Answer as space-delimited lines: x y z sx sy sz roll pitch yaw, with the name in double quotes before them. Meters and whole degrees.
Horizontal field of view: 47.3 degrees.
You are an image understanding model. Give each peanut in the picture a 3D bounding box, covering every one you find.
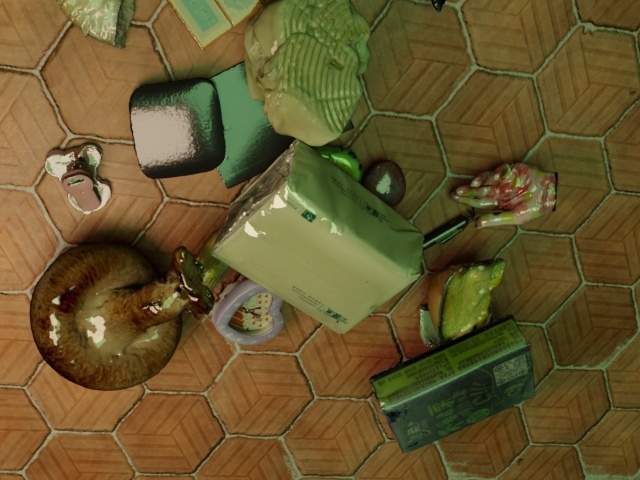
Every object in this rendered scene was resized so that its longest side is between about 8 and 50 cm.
"peanut" -0.259 0.059 1.693 0.087 0.087 0.206 36 100 -21

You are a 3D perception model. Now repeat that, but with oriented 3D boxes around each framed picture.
"framed picture" -0.116 -0.286 1.619 0.324 0.013 0.244 -26 113 1

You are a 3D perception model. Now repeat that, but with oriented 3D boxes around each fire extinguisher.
"fire extinguisher" 0.312 -0.019 1.789 0.173 0.035 0.049 -31 110 7

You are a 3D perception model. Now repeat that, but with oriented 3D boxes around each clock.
"clock" -0.173 0.164 1.716 0.172 0.064 0.198 -14 133 -17

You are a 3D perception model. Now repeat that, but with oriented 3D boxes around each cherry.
"cherry" 0.136 -0.088 1.705 0.107 0.090 0.225 -3 122 -28

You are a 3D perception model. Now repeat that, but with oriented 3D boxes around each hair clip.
"hair clip" -0.523 -0.135 1.600 0.123 0.102 0.138 -18 146 0

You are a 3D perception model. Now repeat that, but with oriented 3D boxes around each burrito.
"burrito" 0.283 0.222 1.874 0.074 0.044 0.118 -2 110 -13

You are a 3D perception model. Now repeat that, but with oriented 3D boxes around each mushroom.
"mushroom" -0.427 0.179 1.586 0.334 0.356 0.331 -40 135 -29

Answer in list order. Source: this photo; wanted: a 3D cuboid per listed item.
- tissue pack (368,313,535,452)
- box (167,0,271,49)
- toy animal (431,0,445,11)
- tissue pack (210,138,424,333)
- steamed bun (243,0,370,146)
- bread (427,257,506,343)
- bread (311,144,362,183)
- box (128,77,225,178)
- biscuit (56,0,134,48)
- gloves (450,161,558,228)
"tissue pack" 0.342 0.374 1.855 0.394 0.124 0.288 -25 138 -1
"box" -0.180 -0.537 1.472 0.274 0.076 0.174 -34 112 5
"toy animal" 0.234 -0.592 1.500 0.179 0.116 0.218 -32 107 5
"tissue pack" 0.000 0.000 1.608 0.380 0.207 0.297 33 130 -19
"steamed bun" -0.035 -0.355 1.493 0.276 0.203 0.289 -41 114 -22
"bread" 0.345 0.118 1.796 0.174 0.133 0.251 -11 130 -14
"bread" 0.025 -0.160 1.660 0.139 0.071 0.130 -10 114 2
"box" -0.308 -0.240 1.579 0.201 0.042 0.212 -7 115 0
"biscuit" -0.442 -0.525 1.427 0.179 0.084 0.281 6 111 -13
"gloves" 0.434 -0.112 1.733 0.241 0.126 0.145 4 119 18
